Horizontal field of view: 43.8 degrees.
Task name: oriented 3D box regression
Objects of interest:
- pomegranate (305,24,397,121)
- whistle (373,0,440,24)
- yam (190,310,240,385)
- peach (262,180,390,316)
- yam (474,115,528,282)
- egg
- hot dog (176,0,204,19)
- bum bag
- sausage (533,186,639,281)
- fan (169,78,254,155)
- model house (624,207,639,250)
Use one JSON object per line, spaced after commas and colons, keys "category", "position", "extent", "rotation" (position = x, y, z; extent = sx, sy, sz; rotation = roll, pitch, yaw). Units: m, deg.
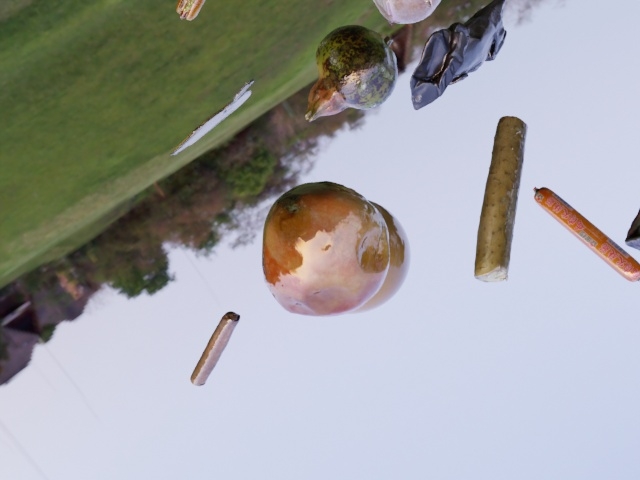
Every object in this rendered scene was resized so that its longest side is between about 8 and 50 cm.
{"category": "pomegranate", "position": [0.077, -0.415, 2.061], "extent": [0.222, 0.204, 0.276], "rotation": [49, -56, 44]}
{"category": "whistle", "position": [0.164, -0.607, 1.771], "extent": [0.189, 0.189, 0.348], "rotation": [-34, -129, -5]}
{"category": "yam", "position": [-0.256, 0.262, 1.930], "extent": [0.264, 0.046, 0.046], "rotation": [-60, 175, 36]}
{"category": "peach", "position": [0.000, 0.000, 1.215], "extent": [0.214, 0.214, 0.235], "rotation": [-35, 150, -7]}
{"category": "yam", "position": [0.390, -0.093, 1.720], "extent": [0.083, 0.083, 0.371], "rotation": [-13, -117, 57]}
{"category": "egg", "position": [0.066, 0.031, 1.690], "extent": [0.250, 0.250, 0.322], "rotation": [-37, -175, -16]}
{"category": "hot dog", "position": [-0.279, -0.539, 1.740], "extent": [0.133, 0.056, 0.041], "rotation": [-52, 175, 33]}
{"category": "bum bag", "position": [0.250, -0.337, 1.399], "extent": [0.310, 0.074, 0.137], "rotation": [-39, 150, -40]}
{"category": "sausage", "position": [0.653, -0.016, 1.941], "extent": [0.053, 0.348, 0.053], "rotation": [-41, 162, -16]}
{"category": "fan", "position": [-0.216, -0.262, 1.681], "extent": [0.229, 0.011, 0.335], "rotation": [-43, -173, -32]}
{"category": "model house", "position": [0.721, 0.001, 1.485], "extent": [0.230, 0.280, 0.249], "rotation": [-75, -175, -46]}
